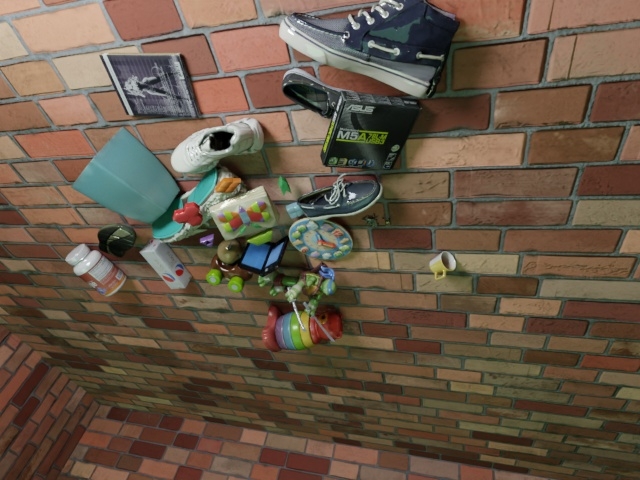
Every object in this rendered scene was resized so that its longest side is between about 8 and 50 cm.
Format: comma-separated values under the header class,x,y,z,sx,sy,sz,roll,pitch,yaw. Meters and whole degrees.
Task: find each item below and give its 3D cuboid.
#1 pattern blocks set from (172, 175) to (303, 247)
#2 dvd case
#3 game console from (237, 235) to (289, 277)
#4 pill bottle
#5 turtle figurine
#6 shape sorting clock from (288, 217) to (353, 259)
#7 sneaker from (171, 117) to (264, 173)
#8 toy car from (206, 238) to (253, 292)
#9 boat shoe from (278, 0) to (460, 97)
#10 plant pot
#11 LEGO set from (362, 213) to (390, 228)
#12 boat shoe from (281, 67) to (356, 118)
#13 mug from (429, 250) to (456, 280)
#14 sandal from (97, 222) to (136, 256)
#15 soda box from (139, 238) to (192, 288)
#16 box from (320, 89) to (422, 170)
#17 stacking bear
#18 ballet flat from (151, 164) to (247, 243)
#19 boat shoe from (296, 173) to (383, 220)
class,x,y,z,sx,sy,sz,roll,pitch,yaw
pattern blocks set,-0.220,-0.073,1.184,0.324,0.026,0.285,-27,141,10
dvd case,-0.431,-0.394,1.044,0.221,0.018,0.165,5,137,12
game console,-0.181,0.036,1.314,0.085,0.144,0.124,40,133,-24
pill bottle,-0.908,0.119,1.654,0.121,0.121,0.216,-14,129,29
turtle figurine,-0.086,0.203,1.393,0.266,0.197,0.275,10,97,33
shape sorting clock,0.000,0.000,1.285,0.205,0.040,0.206,7,140,6
sneaker,-0.294,-0.244,1.065,0.291,0.118,0.110,-15,101,27
toy car,-0.288,0.047,1.370,0.148,0.155,0.189,18,125,-1
boat shoe,0.099,-0.414,0.792,0.340,0.127,0.158,16,131,-10
plant pot,-0.556,-0.172,1.213,0.165,0.166,0.234,-28,124,37
LEGO set,0.163,-0.053,1.200,0.083,0.024,0.054,-5,133,23
boat shoe,0.016,-0.316,0.936,0.228,0.076,0.080,26,137,-11
mug,0.361,0.076,1.236,0.062,0.078,0.064,54,141,0
sandal,-0.746,-0.015,1.498,0.120,0.086,0.302,33,150,-24
soda box,-0.585,0.093,1.560,0.073,0.069,0.216,-5,133,22
box,0.112,-0.248,0.949,0.190,0.045,0.184,0,143,-19
stacking bear,-0.054,0.343,1.591,0.288,0.176,0.164,-10,129,17
ballet flat,-0.373,-0.086,1.269,0.408,0.147,0.147,-26,122,37
boat shoe,0.047,-0.121,1.121,0.254,0.095,0.079,-9,143,37
